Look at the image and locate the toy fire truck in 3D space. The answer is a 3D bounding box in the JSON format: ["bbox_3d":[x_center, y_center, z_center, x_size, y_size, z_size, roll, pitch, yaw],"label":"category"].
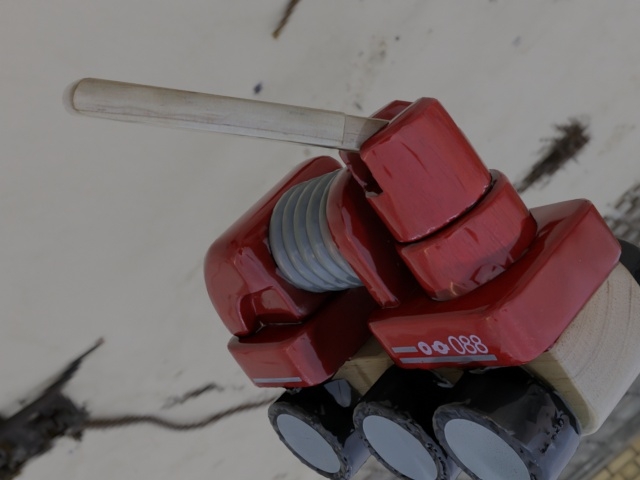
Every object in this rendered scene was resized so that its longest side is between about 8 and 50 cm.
[{"bbox_3d":[0.000,0.000,0.516,0.158,0.246,0.217,-44,-163,-28],"label":"toy fire truck"}]
